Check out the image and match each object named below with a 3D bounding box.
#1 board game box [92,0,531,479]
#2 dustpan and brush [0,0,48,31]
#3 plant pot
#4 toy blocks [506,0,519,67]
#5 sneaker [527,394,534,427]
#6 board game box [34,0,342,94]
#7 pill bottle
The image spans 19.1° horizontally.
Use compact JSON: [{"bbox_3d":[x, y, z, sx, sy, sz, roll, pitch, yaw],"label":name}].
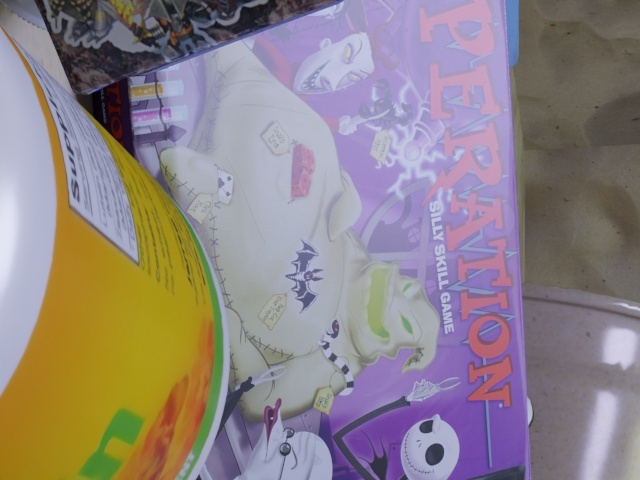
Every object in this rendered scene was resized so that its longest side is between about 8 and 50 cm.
[{"bbox_3d":[0.000,0.000,0.913,0.056,0.208,0.346,10,-73,56],"label":"board game box"},{"bbox_3d":[-0.125,-0.142,0.660,0.211,0.060,0.147,-48,122,-84],"label":"dustpan and brush"},{"bbox_3d":[0.196,0.227,1.692,0.334,0.334,0.305,57,43,-71],"label":"plant pot"},{"bbox_3d":[0.046,-0.194,1.074,0.381,0.191,0.261,-37,135,-43],"label":"toy blocks"},{"bbox_3d":[0.042,0.115,1.210,0.077,0.178,0.072,64,-7,-29],"label":"sneaker"},{"bbox_3d":[-0.046,-0.226,0.638,0.232,0.141,0.291,-62,132,-70],"label":"board game box"},{"bbox_3d":[-0.112,0.007,0.424,0.245,0.136,0.136,52,36,-73],"label":"pill bottle"}]
